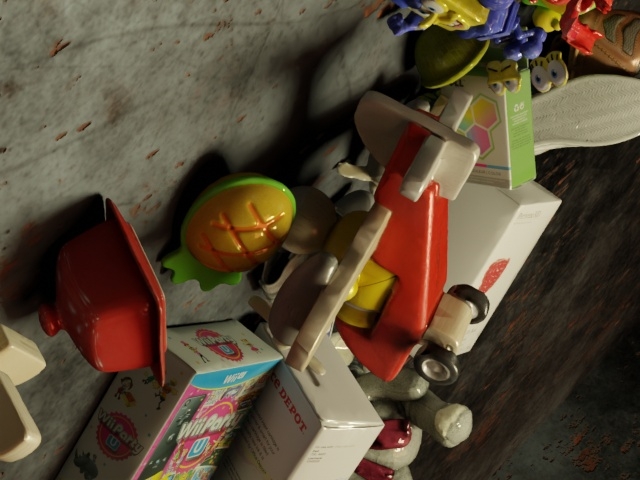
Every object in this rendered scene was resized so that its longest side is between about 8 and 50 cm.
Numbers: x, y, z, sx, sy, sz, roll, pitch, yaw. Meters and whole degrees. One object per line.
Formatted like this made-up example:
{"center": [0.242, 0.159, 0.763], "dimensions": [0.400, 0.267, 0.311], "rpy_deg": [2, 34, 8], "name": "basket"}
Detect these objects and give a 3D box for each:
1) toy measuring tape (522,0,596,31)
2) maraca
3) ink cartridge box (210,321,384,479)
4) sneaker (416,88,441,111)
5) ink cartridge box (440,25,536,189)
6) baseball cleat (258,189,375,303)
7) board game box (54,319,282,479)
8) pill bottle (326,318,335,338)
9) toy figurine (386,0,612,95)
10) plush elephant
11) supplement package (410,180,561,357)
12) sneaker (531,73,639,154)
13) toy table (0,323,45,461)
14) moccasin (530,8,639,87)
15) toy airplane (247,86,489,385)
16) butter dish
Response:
{"center": [0.370, -0.418, 1.870], "dimensions": [0.121, 0.121, 0.330], "rpy_deg": [-31, 149, -43], "name": "toy measuring tape"}
{"center": [-0.105, -0.007, 1.571], "dimensions": [0.127, 0.099, 0.186], "rpy_deg": [19, 127, -31], "name": "maraca"}
{"center": [-0.058, 0.279, 1.896], "dimensions": [0.117, 0.201, 0.278], "rpy_deg": [6, 127, -39], "name": "ink cartridge box"}
{"center": [0.180, -0.176, 1.934], "dimensions": [0.188, 0.067, 0.078], "rpy_deg": [-22, 148, -44], "name": "sneaker"}
{"center": [0.222, -0.180, 1.834], "dimensions": [0.062, 0.109, 0.209], "rpy_deg": [-24, 116, -42], "name": "ink cartridge box"}
{"center": [0.000, 0.000, 1.823], "dimensions": [0.206, 0.072, 0.109], "rpy_deg": [-50, 155, -13], "name": "baseball cleat"}
{"center": [-0.206, 0.254, 1.767], "dimensions": [0.303, 0.097, 0.224], "rpy_deg": [-60, 157, 15], "name": "board game box"}
{"center": [-0.012, 0.109, 1.966], "dimensions": [0.067, 0.067, 0.120], "rpy_deg": [-36, 153, -35], "name": "pill bottle"}
{"center": [0.164, -0.306, 1.623], "dimensions": [0.191, 0.217, 0.362], "rpy_deg": [-65, -157, -7], "name": "toy figurine"}
{"center": [0.032, 0.290, 2.112], "dimensions": [0.255, 0.330, 0.272], "rpy_deg": [-1, 127, -35], "name": "plush elephant"}
{"center": [0.201, 0.017, 2.106], "dimensions": [0.177, 0.175, 0.293], "rpy_deg": [-8, 131, -59], "name": "supplement package"}
{"center": [0.367, -0.187, 2.060], "dimensions": [0.169, 0.292, 0.108], "rpy_deg": [-23, 104, -74], "name": "sneaker"}
{"center": [-0.346, 0.106, 1.115], "dimensions": [0.161, 0.252, 0.274], "rpy_deg": [-35, 166, 2], "name": "toy table"}
{"center": [0.400, -0.264, 2.133], "dimensions": [0.380, 0.147, 0.139], "rpy_deg": [92, 21, -83], "name": "moccasin"}
{"center": [0.061, -0.022, 1.667], "dimensions": [0.386, 0.272, 0.385], "rpy_deg": [16, 87, -70], "name": "toy airplane"}
{"center": [-0.230, 0.066, 1.405], "dimensions": [0.118, 0.160, 0.160], "rpy_deg": [-17, 145, -18], "name": "butter dish"}
